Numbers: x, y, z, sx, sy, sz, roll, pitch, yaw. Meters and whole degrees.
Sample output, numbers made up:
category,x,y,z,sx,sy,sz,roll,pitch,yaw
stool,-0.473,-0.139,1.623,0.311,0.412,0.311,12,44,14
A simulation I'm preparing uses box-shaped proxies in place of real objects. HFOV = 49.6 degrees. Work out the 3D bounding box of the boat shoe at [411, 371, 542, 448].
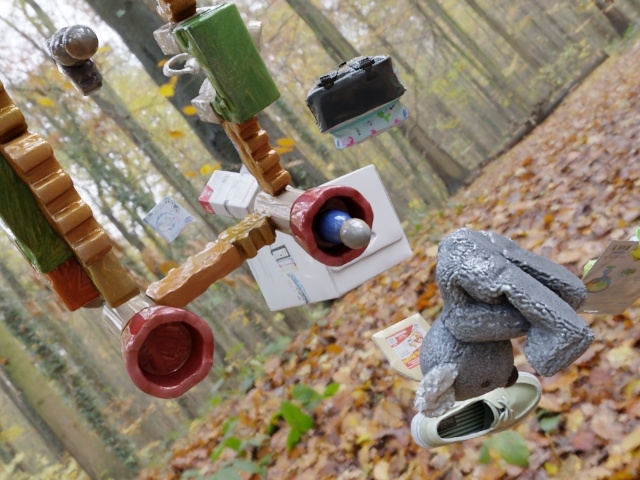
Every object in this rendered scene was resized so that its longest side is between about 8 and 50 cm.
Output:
category,x,y,z,sx,sy,sz,roll,pitch,yaw
boat shoe,0.322,0.338,1.348,0.302,0.109,0.094,-17,-3,-23

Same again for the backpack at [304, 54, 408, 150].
category,x,y,z,sx,sy,sz,roll,pitch,yaw
backpack,0.084,-0.329,1.599,0.225,0.191,0.253,-24,20,7

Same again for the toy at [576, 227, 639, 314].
category,x,y,z,sx,sy,sz,roll,pitch,yaw
toy,0.502,0.052,1.183,0.136,0.056,0.237,1,-32,-8

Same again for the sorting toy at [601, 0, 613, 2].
category,x,y,z,sx,sy,sz,roll,pitch,yaw
sorting toy,0.613,-0.550,1.443,0.132,0.275,0.046,-24,-39,3

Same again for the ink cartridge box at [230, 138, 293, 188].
category,x,y,z,sx,sy,sz,roll,pitch,yaw
ink cartridge box,-0.127,-0.117,1.961,0.071,0.330,0.324,-50,-12,-7

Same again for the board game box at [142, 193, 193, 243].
category,x,y,z,sx,sy,sz,roll,pitch,yaw
board game box,-0.376,-0.053,1.712,0.090,0.090,0.020,-51,9,-28

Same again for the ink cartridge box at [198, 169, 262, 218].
category,x,y,z,sx,sy,sz,roll,pitch,yaw
ink cartridge box,-0.207,-0.109,1.662,0.056,0.135,0.099,68,-140,-51

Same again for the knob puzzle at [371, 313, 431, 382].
category,x,y,z,sx,sy,sz,roll,pitch,yaw
knob puzzle,0.251,0.297,1.799,0.213,0.213,0.030,-39,-20,-41

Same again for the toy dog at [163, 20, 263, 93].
category,x,y,z,sx,sy,sz,roll,pitch,yaw
toy dog,-0.244,-0.444,1.823,0.161,0.220,0.334,89,-156,-47

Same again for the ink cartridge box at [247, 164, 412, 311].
category,x,y,z,sx,sy,sz,roll,pitch,yaw
ink cartridge box,0.000,0.000,1.166,0.171,0.168,0.232,-27,4,-34

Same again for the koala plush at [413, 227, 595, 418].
category,x,y,z,sx,sy,sz,roll,pitch,yaw
koala plush,0.201,0.118,0.895,0.221,0.203,0.196,-61,-7,26

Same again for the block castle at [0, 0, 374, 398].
category,x,y,z,sx,sy,sz,roll,pitch,yaw
block castle,-0.161,-0.108,0.628,0.303,0.453,0.213,-37,28,-20
